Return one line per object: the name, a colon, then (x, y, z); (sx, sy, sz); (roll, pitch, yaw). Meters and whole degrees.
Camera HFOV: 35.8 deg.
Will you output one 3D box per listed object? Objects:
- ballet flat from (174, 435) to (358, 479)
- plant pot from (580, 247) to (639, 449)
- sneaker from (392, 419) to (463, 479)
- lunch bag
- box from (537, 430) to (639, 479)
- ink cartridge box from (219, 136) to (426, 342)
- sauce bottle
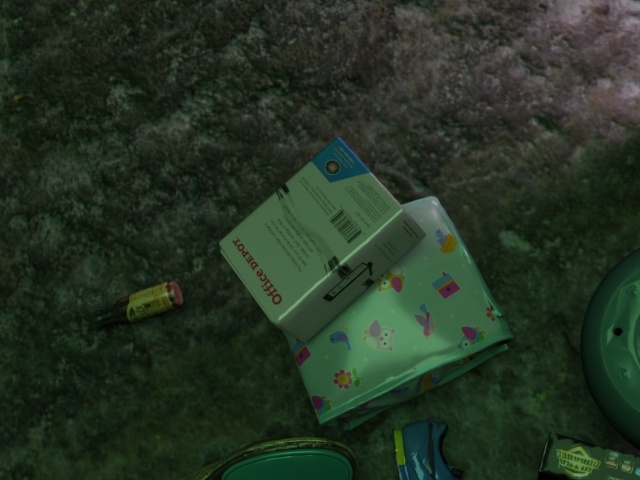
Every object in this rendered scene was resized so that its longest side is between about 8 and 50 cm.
ballet flat: (-0.119, 0.325, 1.279); (0.348, 0.123, 0.123); (-27, 70, 4)
plant pot: (0.428, 0.123, 1.116); (0.292, 0.235, 0.293); (-5, 79, 26)
sneaker: (0.144, 0.330, 1.240); (0.082, 0.069, 0.210); (-9, 72, 5)
lunch bag: (0.089, 0.092, 1.275); (0.262, 0.160, 0.223); (-28, 69, 9)
box: (0.366, 0.283, 1.150); (0.220, 0.175, 0.051); (14, 76, 15)
ink cartridge box: (0.000, 0.000, 1.203); (0.203, 0.086, 0.148); (-41, 56, 5)
sauce bottle: (-0.261, 0.095, 1.410); (0.128, 0.042, 0.042); (-20, 71, 8)
